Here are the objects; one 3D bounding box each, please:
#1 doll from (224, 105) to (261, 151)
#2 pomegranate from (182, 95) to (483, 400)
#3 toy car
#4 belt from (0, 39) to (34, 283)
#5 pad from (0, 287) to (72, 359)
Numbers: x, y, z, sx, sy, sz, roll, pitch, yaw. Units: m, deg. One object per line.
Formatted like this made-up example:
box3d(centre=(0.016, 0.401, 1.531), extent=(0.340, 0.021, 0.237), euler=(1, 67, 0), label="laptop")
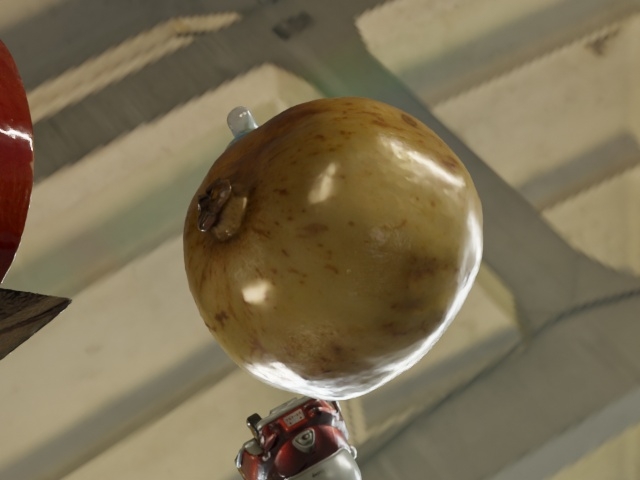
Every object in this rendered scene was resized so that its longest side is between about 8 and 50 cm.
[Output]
box3d(centre=(-0.051, -0.060, 1.525), extent=(0.135, 0.241, 0.098), euler=(31, -87, -9), label="doll")
box3d(centre=(0.000, 0.000, 1.104), extent=(0.215, 0.215, 0.215), euler=(-22, -44, -23), label="pomegranate")
box3d(centre=(-0.011, 0.208, 1.436), extent=(0.112, 0.112, 0.139), euler=(-27, -25, -13), label="toy car")
box3d(centre=(-0.345, -0.074, 1.259), extent=(0.115, 0.324, 0.227), euler=(16, -64, -38), label="belt")
box3d(centre=(-0.320, 0.084, 0.972), extent=(0.220, 0.330, 0.004), euler=(-41, -62, -32), label="pad")
